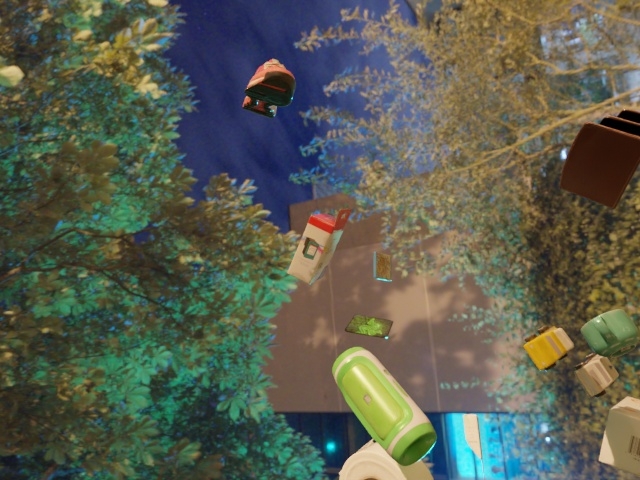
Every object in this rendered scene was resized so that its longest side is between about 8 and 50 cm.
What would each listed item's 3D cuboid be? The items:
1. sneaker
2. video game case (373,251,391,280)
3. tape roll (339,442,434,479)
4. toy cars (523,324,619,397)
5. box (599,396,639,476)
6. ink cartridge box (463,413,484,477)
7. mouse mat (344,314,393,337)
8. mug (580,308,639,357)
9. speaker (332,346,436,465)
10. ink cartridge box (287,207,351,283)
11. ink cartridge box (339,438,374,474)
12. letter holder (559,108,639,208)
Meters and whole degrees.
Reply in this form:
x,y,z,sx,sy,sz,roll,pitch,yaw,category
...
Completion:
x,y,z,sx,sy,sz,roll,pitch,yaw,category
-0.136,-0.422,1.323,0.116,0.314,0.136,14,-92,-18,sneaker
0.283,0.120,2.297,0.166,0.015,0.119,16,-108,-57,video game case
0.188,0.719,1.417,0.100,0.286,0.286,-4,-96,-47,tape roll
0.747,0.338,1.458,0.394,0.087,0.176,28,-138,-19,toy cars
1.046,0.629,1.599,0.345,0.215,0.168,10,-88,-50,box
0.555,0.748,1.818,0.181,0.056,0.224,50,-142,-61,ink cartridge box
0.179,0.309,1.833,0.190,0.153,0.007,-35,-50,-71,mouse mat
0.801,0.267,1.402,0.158,0.129,0.097,-4,-128,-22,mug
0.149,0.400,1.251,0.131,0.131,0.296,45,-179,-45,speaker
0.000,0.000,1.460,0.231,0.078,0.134,-67,-14,12,ink cartridge box
0.147,0.764,1.746,0.060,0.104,0.180,49,-162,16,ink cartridge box
0.988,-0.296,1.757,0.152,0.215,0.301,-48,-29,-31,letter holder
